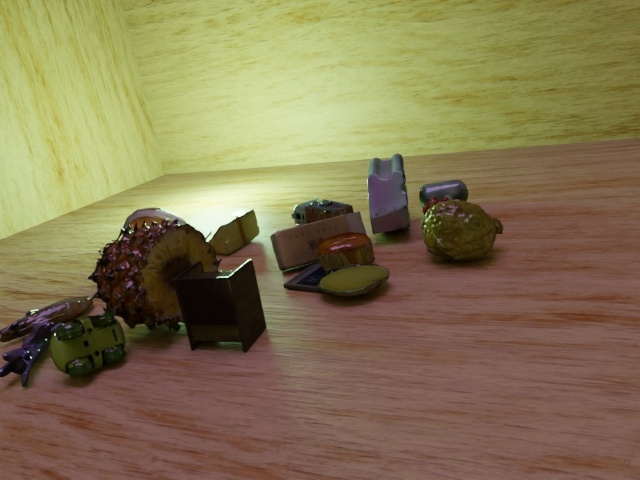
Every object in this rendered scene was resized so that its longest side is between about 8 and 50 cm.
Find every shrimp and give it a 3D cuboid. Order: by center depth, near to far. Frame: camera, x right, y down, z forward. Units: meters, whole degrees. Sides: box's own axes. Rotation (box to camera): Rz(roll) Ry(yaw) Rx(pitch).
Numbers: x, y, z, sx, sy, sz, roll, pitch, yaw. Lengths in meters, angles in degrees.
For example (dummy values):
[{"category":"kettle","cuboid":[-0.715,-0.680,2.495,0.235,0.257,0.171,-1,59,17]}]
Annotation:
[{"category":"shrimp","cuboid":[-0.918,0.252,1.787,0.168,0.077,0.317,-5,12,44]}]

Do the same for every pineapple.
[{"category":"pineapple","cuboid":[-0.500,0.101,1.594,0.300,0.352,0.352,-4,19,31]}]

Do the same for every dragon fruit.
[{"category":"dragon fruit","cuboid":[0.478,-0.080,1.995,0.208,0.150,0.133,33,85,31]}]

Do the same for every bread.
[{"category":"bread","cuboid":[0.100,0.124,1.656,0.229,0.033,0.228,-8,16,2]},{"category":"bread","cuboid":[0.085,0.037,1.817,0.191,0.114,0.132,-18,21,-11]},{"category":"bread","cuboid":[-0.400,-0.040,2.281,0.178,0.135,0.240,2,24,34]}]

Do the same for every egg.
[{"category":"egg","cuboid":[-0.700,0.000,2.285,0.286,0.174,0.264,32,39,27]}]

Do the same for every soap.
[{"category":"soap","cuboid":[0.278,-0.179,2.169,0.156,0.261,0.446,-6,20,9]}]

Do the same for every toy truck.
[{"category":"toy truck","cuboid":[-0.639,0.282,1.465,0.187,0.148,0.211,-18,-1,-29]},{"category":"toy truck","cuboid":[0.011,-0.087,2.180,0.136,0.162,0.305,-22,22,-31]}]

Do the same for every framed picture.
[{"category":"framed picture","cuboid":[0.046,0.124,1.766,0.281,0.019,0.209,2,21,32]}]

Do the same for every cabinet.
[{"category":"cabinet","cuboid":[-0.269,0.175,1.466,0.175,0.215,0.148,-3,18,21]}]

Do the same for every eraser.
[{"category":"eraser","cuboid":[0.000,0.000,1.947,0.344,0.143,0.078,-16,-5,-17]}]

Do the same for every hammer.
[{"category":"hammer","cuboid":[0.536,-0.152,2.229,0.207,0.118,0.335,-10,25,4]}]

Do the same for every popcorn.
[{"category":"popcorn","cuboid":[0.470,-0.034,1.765,0.252,0.205,0.237,-3,1,-20]}]

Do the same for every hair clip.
[{"category":"hair clip","cuboid":[-0.817,0.304,1.514,0.090,0.137,0.278,24,13,-14]}]

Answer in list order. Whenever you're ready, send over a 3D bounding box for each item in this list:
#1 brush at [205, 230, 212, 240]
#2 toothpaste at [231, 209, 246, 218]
[{"category":"brush","cuboid":[-0.524,0.056,2.164,0.103,0.013,0.272,-45,8,35]},{"category":"toothpaste","cuboid":[-0.379,-0.101,2.597,0.070,0.044,0.193,-17,20,-18]}]
